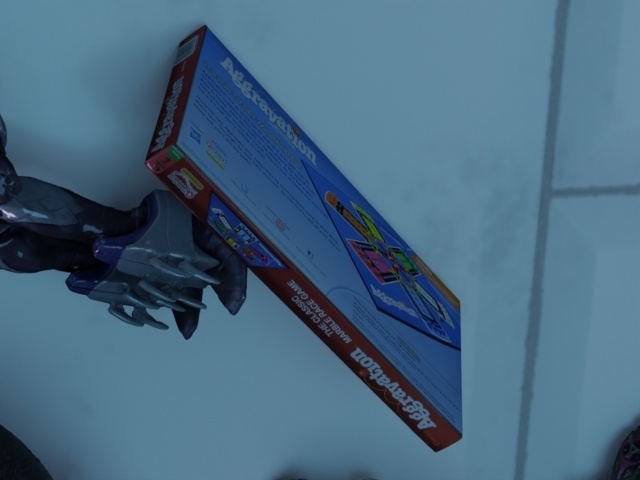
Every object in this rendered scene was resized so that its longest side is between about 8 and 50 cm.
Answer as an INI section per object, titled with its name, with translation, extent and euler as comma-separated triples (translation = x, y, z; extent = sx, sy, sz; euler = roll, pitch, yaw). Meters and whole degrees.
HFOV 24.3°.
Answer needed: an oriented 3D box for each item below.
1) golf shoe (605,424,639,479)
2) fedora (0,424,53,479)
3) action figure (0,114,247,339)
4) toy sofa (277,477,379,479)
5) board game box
[golf shoe]
translation = 0.256, 0.199, 1.163
extent = 0.186, 0.067, 0.086
euler = -42, 142, -2
[fedora]
translation = -0.216, 0.266, 0.938
extent = 0.152, 0.334, 0.334
euler = 7, 107, -53
[action figure]
translation = -0.191, -0.012, 0.888
extent = 0.285, 0.099, 0.185
euler = 14, 144, -23
[toy sofa]
translation = 0.004, 0.361, 1.051
extent = 0.177, 0.150, 0.362
euler = 17, 102, -7
[board game box]
translation = 0.000, 0.000, 0.960
extent = 0.027, 0.145, 0.281
euler = -31, 118, 25
